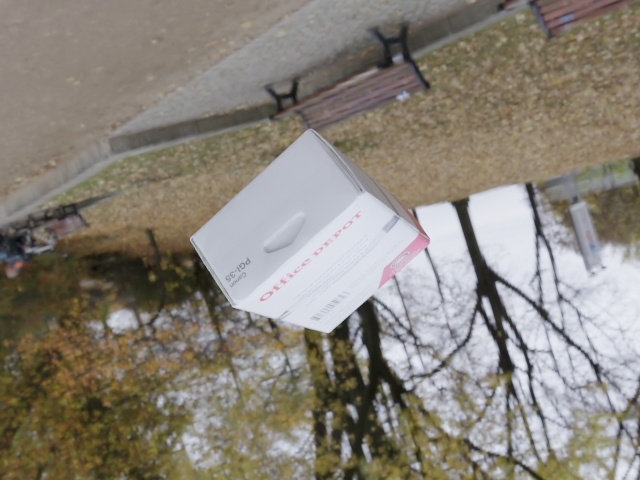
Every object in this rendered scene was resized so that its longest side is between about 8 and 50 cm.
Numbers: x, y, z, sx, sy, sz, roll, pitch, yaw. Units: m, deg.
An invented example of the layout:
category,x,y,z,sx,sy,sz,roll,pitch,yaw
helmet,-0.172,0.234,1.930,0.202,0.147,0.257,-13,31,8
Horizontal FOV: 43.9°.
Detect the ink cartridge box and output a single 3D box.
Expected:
category,x,y,z,sx,sy,sz,roll,pitch,yaw
ink cartridge box,0.000,0.000,1.023,0.207,0.117,0.283,-41,155,10
